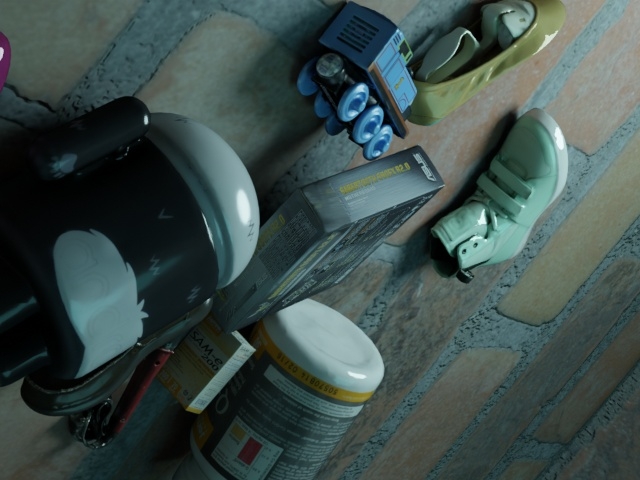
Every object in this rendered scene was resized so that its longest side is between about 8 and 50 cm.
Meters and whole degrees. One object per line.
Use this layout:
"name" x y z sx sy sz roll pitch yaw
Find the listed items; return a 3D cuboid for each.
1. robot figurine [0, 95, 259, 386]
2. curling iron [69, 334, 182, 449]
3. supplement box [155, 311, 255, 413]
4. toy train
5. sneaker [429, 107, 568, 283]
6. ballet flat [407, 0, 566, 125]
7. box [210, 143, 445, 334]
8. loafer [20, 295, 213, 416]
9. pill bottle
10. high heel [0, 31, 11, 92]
"robot figurine" -0.183 0.003 1.108 0.278 0.173 0.209 -32 180 -28
"curling iron" -0.179 0.117 1.420 0.274 0.035 0.068 -53 154 12
"supplement box" -0.129 0.135 1.491 0.098 0.062 0.036 -50 153 4
"toy train" 0.046 -0.154 1.337 0.105 0.080 0.184 -51 154 -5
"sneaker" 0.224 -0.048 1.733 0.151 0.094 0.256 -23 144 -35
"ballet flat" 0.179 -0.212 1.458 0.232 0.080 0.073 -40 138 -16
"box" 0.000 0.000 1.425 0.183 0.056 0.231 -21 164 -40
"loafer" -0.204 0.083 1.304 0.220 0.080 0.078 -39 144 -27
"pill bottle" -0.058 0.217 1.599 0.162 0.162 0.278 1 127 -57
"high heel" -0.314 0.028 0.924 0.377 0.181 0.127 -49 154 3
